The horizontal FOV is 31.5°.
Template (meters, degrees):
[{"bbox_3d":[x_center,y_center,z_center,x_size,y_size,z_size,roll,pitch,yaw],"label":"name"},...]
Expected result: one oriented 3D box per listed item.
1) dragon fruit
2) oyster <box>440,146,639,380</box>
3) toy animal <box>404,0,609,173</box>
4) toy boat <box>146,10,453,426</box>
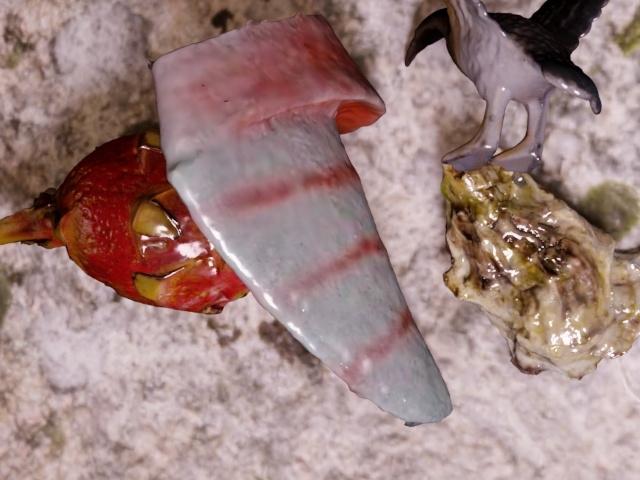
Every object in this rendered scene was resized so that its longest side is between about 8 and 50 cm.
[{"bbox_3d":[-0.144,-0.012,0.791,0.246,0.125,0.125,0,88,27],"label":"dragon fruit"},{"bbox_3d":[0.130,0.017,0.723,0.165,0.053,0.108,44,110,12],"label":"oyster"},{"bbox_3d":[0.094,-0.119,0.686,0.197,0.272,0.160,-39,50,55],"label":"toy animal"},{"bbox_3d":[0.000,0.000,0.715,0.096,0.206,0.282,-21,93,36],"label":"toy boat"}]
